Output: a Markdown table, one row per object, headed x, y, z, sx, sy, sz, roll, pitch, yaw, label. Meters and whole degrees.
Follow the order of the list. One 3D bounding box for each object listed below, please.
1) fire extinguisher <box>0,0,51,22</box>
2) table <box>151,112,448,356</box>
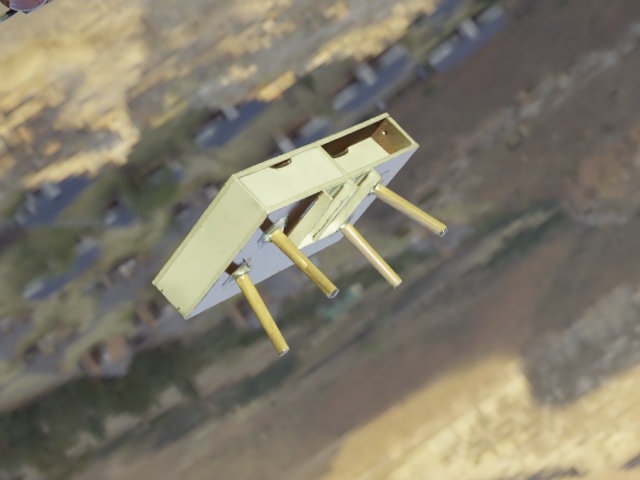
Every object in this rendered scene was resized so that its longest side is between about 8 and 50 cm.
| x | y | z | sx | sy | sz | roll | pitch | yaw | label |
| --- | --- | --- | --- | --- | --- | --- | --- | --- | --- |
| -0.222 | -0.205 | 1.232 | 0.078 | 0.045 | 0.157 | -45 | 162 | -26 | fire extinguisher |
| 0.000 | 0.000 | 1.349 | 0.121 | 0.111 | 0.240 | -51 | 167 | 32 | table |
